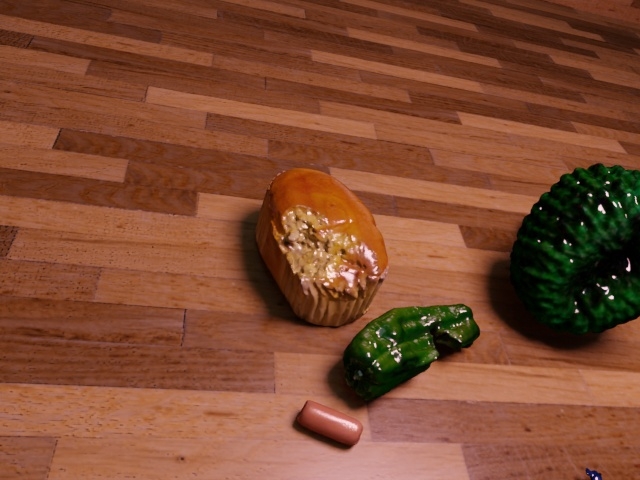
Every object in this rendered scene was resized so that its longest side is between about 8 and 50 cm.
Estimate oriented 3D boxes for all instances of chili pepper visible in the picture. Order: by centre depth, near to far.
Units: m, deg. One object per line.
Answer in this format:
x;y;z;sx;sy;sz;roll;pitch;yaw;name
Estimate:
0.129;0.143;0.759;0.253;0.084;0.099;-16;55;-37;chili pepper

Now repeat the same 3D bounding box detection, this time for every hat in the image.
0.442;-0.013;0.912;0.242;0.274;0.332;51;18;-11;hat

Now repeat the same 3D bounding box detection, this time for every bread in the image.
0.000;0.000;0.818;0.178;0.133;0.250;0;48;-25;bread

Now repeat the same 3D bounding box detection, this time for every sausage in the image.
0.013;0.230;0.663;0.083;0.034;0.034;23;44;2;sausage

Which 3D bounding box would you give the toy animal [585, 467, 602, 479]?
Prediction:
0.373;0.388;0.631;0.074;0.041;0.217;13;48;-4;toy animal
